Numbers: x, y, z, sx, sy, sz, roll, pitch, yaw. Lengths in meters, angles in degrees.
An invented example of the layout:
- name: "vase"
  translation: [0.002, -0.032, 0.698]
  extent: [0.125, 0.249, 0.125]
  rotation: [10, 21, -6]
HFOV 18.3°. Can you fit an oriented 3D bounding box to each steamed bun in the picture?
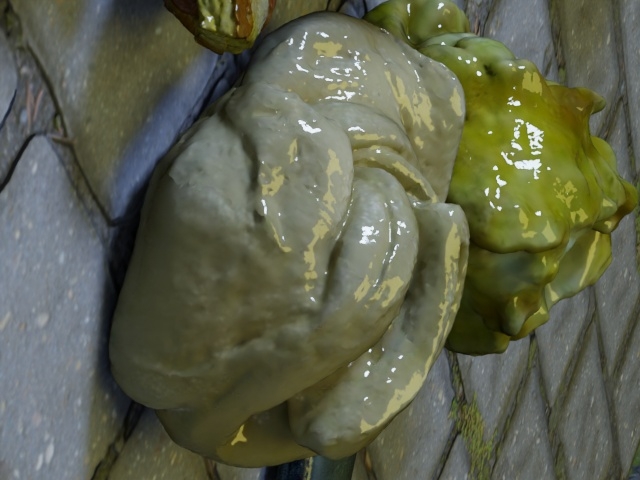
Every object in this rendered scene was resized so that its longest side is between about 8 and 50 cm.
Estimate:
- name: "steamed bun"
  translation: [-0.001, 0.006, 1.615]
  extent: [0.372, 0.230, 0.325]
  rotation: [-47, 139, -50]

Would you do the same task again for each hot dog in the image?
- name: "hot dog"
  translation: [-0.078, -0.215, 1.489]
  extent: [0.261, 0.093, 0.123]
  rotation: [-69, 153, -64]

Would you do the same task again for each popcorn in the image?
- name: "popcorn"
  translation: [0.150, -0.057, 1.924]
  extent: [0.294, 0.292, 0.334]
  rotation: [-53, 159, -14]

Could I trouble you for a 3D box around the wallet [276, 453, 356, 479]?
- name: "wallet"
  translation: [0.008, 0.171, 1.951]
  extent: [0.190, 0.046, 0.379]
  rotation: [5, 95, -71]
